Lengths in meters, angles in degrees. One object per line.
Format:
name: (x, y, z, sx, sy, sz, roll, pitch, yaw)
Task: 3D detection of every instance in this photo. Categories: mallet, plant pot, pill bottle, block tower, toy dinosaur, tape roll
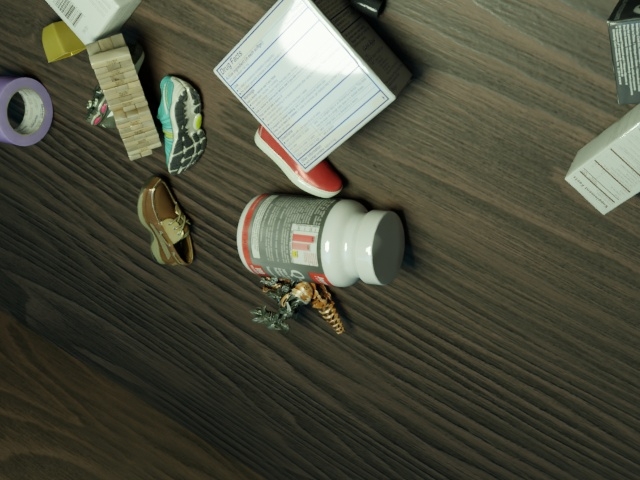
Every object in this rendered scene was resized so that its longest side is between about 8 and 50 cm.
mallet: (0.095, -0.511, 1.370, 0.062, 0.039, 0.189, 19, 131, 16)
plant pot: (-0.656, -0.510, 1.869, 0.081, 0.081, 0.083, -9, 110, 40)
pill bottle: (0.000, 0.000, 1.757, 0.363, 0.210, 0.210, 7, 130, 31)
block tower: (-0.467, -0.342, 1.771, 0.335, 0.091, 0.097, 87, 160, -59)
toy dinosaur: (-0.072, 0.139, 1.992, 0.218, 0.164, 0.322, -45, 73, 33)
tape roll: (-0.846, -0.361, 2.050, 0.080, 0.189, 0.189, 11, 132, 27)

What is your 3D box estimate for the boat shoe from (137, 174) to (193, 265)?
boat shoe: (-0.425, -0.048, 2.099, 0.120, 0.122, 0.324, 16, 142, 16)

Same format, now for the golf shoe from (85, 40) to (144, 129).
golf shoe: (-0.493, -0.389, 1.864, 0.120, 0.105, 0.273, 19, 136, -29)

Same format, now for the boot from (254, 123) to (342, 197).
boot: (-0.026, -0.220, 1.677, 0.244, 0.088, 0.176, 41, 137, 2)

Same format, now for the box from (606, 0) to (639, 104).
box: (0.589, -0.310, 1.097, 0.270, 0.165, 0.143, 2, 127, 34)

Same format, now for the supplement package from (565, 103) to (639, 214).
supplement package: (0.547, -0.150, 1.316, 0.105, 0.105, 0.179, 41, 139, -3)

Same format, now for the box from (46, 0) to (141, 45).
box: (-0.520, -0.575, 1.681, 0.181, 0.119, 0.182, 49, 137, -11)

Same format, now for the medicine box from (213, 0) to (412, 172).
medicine box: (-0.015, -0.336, 1.478, 0.289, 0.149, 0.263, 48, 125, -9)

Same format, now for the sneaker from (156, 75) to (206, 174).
sneaker: (-0.357, -0.289, 1.859, 0.110, 0.107, 0.275, 40, 138, 29)
